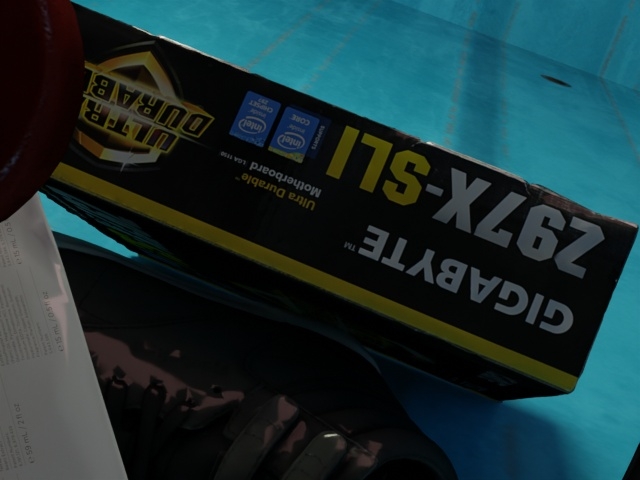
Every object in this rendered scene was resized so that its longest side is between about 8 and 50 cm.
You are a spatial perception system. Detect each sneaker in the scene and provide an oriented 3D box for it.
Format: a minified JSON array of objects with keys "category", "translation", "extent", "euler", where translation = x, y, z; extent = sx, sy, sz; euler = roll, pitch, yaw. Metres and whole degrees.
[{"category":"sneaker","translation":[-0.066,0.075,0.501],"extent":[0.295,0.105,0.147],"euler":[13,14,-32]}]

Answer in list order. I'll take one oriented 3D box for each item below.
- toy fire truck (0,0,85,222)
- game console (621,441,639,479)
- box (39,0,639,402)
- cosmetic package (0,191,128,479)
[{"category":"toy fire truck","translation":[-0.202,-0.011,0.274],"extent":[0.253,0.302,0.169],"euler":[14,0,0]},{"category":"game console","translation":[0.323,0.118,0.703],"extent":[0.173,0.250,0.293],"euler":[50,24,6]},{"category":"box","translation":[0.000,0.000,0.643],"extent":[0.257,0.079,0.322],"euler":[24,-6,6]},{"category":"cosmetic package","translation":[-0.143,0.011,0.433],"extent":[0.098,0.060,0.239],"euler":[-12,72,-23]}]
